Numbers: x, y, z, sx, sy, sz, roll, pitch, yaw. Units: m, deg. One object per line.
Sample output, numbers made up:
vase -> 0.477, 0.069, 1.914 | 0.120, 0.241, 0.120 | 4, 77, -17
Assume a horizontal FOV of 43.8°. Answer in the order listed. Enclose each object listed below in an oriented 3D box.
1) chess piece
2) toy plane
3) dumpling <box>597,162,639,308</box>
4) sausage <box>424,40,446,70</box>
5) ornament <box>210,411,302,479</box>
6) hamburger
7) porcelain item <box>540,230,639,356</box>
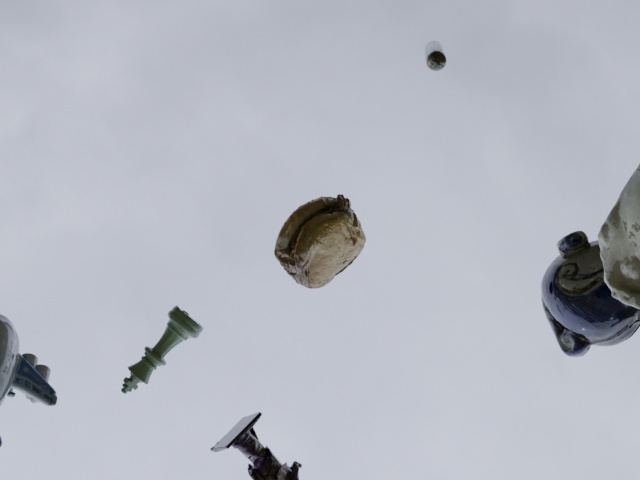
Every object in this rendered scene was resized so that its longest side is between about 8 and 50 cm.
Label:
chess piece -> -0.243, 0.168, 1.181 | 0.059, 0.059, 0.149 | 37, -101, 26
toy plane -> -0.576, 0.230, 1.348 | 0.267, 0.122, 0.267 | 33, -148, -24
dumpling -> 0.354, -0.026, 0.657 | 0.258, 0.147, 0.193 | -40, -135, 14
sausage -> 0.181, -0.296, 1.266 | 0.033, 0.032, 0.269 | 8, -161, 4
ornament -> -0.072, 0.373, 1.298 | 0.203, 0.088, 0.081 | 43, -120, -5
hamburger -> 0.000, 0.000, 1.252 | 0.147, 0.138, 0.083 | -44, -123, -7
porcelain item -> 0.421, 0.061, 0.996 | 0.288, 0.138, 0.186 | -25, -127, 27
